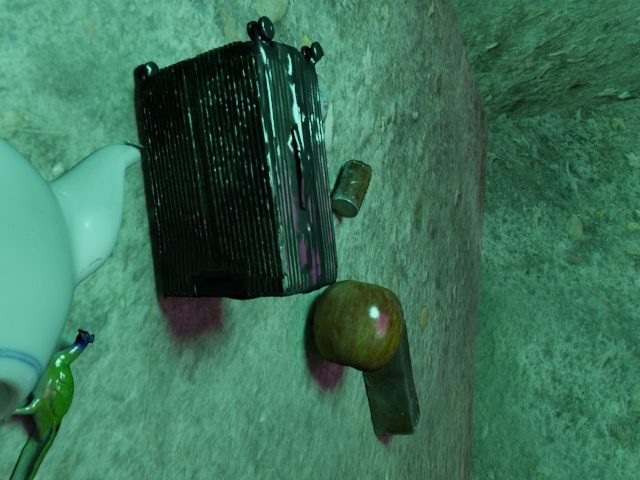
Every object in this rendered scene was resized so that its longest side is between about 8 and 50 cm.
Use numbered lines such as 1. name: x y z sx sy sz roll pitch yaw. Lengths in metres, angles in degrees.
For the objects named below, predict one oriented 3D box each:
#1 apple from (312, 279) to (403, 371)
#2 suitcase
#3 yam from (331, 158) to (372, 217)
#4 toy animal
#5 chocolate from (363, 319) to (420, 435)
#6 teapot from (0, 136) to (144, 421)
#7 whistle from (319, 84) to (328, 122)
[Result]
1. apple: 0.076 0.176 0.972 0.188 0.188 0.174 33 67 -54
2. suitcase: -0.107 -0.089 0.646 0.152 0.229 0.336 -11 95 -59
3. yam: 0.073 -0.125 1.120 0.079 0.079 0.141 56 42 -41
4. toy animal: -0.299 0.191 0.474 0.075 0.041 0.217 42 56 -52
5. chocolate: 0.179 0.341 1.205 0.112 0.111 0.322 -34 116 -59
6. teapot: -0.310 0.000 0.304 0.423 0.252 0.280 -15 65 -37
7. whistle: -0.028 -0.232 0.927 0.223 0.122 0.123 65 33 -56
